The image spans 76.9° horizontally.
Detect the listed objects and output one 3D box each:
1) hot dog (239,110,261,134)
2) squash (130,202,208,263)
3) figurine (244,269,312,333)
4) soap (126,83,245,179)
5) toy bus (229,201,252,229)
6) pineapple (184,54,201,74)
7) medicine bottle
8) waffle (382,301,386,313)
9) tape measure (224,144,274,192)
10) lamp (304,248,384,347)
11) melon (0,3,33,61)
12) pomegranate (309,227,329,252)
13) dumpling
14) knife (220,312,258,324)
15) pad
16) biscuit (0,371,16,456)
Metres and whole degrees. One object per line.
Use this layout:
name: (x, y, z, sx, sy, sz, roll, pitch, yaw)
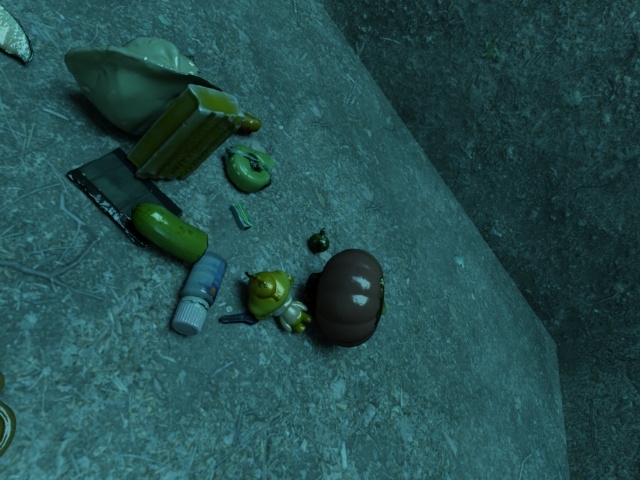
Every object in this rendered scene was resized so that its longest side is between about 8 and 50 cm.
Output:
hot dog: (-0.307, -0.407, 1.334, 0.249, 0.076, 0.102, 7, 24, -48)
squash: (-0.364, -0.021, 0.955, 0.188, 0.095, 0.095, 37, 41, -42)
figurine: (-0.118, 0.168, 1.123, 0.156, 0.131, 0.246, -50, 124, -20)
soap: (-0.336, -0.259, 1.010, 0.089, 0.274, 0.173, 61, 28, 8)
toy bus: (-0.238, -0.073, 1.217, 0.037, 0.031, 0.083, -23, 83, -46)
pineapple: (-0.422, -0.508, 1.214, 0.161, 0.136, 0.176, -2, 66, -50)
medicine bottle: (-0.292, 0.125, 0.972, 0.083, 0.083, 0.203, 38, 42, -26)
waffle: (0.186, 0.173, 1.472, 0.208, 0.054, 0.214, 66, 8, 21)
tape measure: (-0.227, -0.230, 1.292, 0.177, 0.087, 0.154, 13, 56, -42)
lamp: (0.074, 0.171, 1.241, 0.305, 0.239, 0.306, 8, 90, -77)
melon: (-0.735, -0.487, 0.908, 0.182, 0.054, 0.098, 30, 51, -32)
pomegranate: (0.002, 0.003, 1.398, 0.073, 0.084, 0.073, 25, 42, -25)
dumpling: (-0.392, -0.375, 1.020, 0.395, 0.315, 0.233, 11, 89, -63)
knife: (-0.213, 0.208, 1.061, 0.121, 0.018, 0.031, 7, 59, -45)
pad: (-0.464, -0.111, 0.987, 0.233, 0.022, 0.174, 49, 37, -13)
biscuit: (-0.553, 0.305, 0.575, 0.185, 0.044, 0.295, 19, 52, -44)
